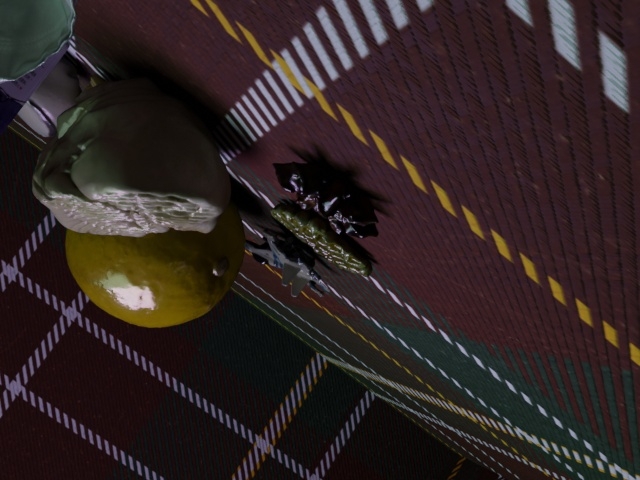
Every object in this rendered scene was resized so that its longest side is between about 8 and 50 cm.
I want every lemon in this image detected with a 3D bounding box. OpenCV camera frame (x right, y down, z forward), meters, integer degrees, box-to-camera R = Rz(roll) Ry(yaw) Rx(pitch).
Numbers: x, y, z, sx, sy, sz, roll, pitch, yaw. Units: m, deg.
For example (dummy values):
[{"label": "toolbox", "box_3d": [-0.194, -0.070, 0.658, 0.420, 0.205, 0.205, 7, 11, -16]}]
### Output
[{"label": "lemon", "box_3d": [-0.306, 0.004, 1.500, 0.347, 0.348, 0.348, 34, 169, 7]}]

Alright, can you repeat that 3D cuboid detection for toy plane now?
[{"label": "toy plane", "box_3d": [-0.079, 0.027, 1.573, 0.262, 0.088, 0.192, 38, 169, 51]}]

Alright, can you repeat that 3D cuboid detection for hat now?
[{"label": "hat", "box_3d": [-0.345, -0.320, 0.778, 0.301, 0.167, 0.258, 56, 159, 35]}]

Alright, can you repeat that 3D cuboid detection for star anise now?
[{"label": "star anise", "box_3d": [0.009, -0.055, 1.010, 0.167, 0.057, 0.168, 36, 179, 1]}]

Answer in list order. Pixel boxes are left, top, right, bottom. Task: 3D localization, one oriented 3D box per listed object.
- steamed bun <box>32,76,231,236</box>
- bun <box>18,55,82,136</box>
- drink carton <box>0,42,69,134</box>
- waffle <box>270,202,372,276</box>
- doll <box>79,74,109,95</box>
[{"label": "steamed bun", "box_3d": [-0.277, -0.121, 1.186, 0.275, 0.204, 0.289, 10, 166, -19]}, {"label": "bun", "box_3d": [-0.482, -0.272, 1.376, 0.172, 0.120, 0.173, 38, 163, 14]}, {"label": "drink carton", "box_3d": [-0.491, -0.261, 1.174, 0.101, 0.222, 0.134, 32, 168, 14]}, {"label": "waffle", "box_3d": [0.000, 0.000, 1.313, 0.183, 0.036, 0.169, 41, 169, -24]}, {"label": "doll", "box_3d": [-0.369, -0.212, 1.389, 0.117, 0.086, 0.291, 54, 167, -8]}]
